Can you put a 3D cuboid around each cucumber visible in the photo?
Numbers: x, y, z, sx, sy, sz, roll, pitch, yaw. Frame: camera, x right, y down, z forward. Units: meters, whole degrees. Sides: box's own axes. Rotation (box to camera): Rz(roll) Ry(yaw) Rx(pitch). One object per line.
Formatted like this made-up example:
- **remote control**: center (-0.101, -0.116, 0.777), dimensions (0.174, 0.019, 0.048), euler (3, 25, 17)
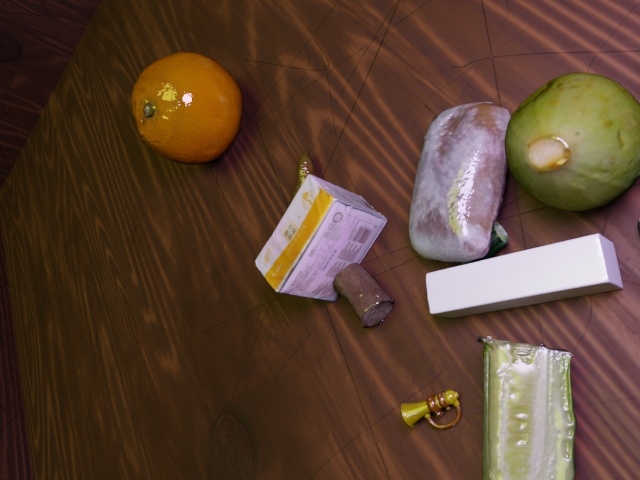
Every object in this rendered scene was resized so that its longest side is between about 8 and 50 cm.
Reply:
- **cucumber**: center (0.310, 0.316, 0.867), dimensions (0.145, 0.105, 0.326), euler (1, 78, 16)
- **cucumber**: center (0.288, 0.016, 1.009), dimensions (0.105, 0.048, 0.048), euler (-48, 50, 28)

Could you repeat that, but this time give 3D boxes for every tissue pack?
- **tissue pack**: center (0.000, 0.000, 1.188), dimensions (0.124, 0.184, 0.225), euler (45, 109, 41)

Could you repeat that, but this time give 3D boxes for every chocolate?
- **chocolate**: center (0.240, -0.113, 1.030), dimensions (0.185, 0.100, 0.304), euler (1, 76, 53)

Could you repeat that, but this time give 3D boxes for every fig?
- **fig**: center (0.378, -0.151, 0.840), dimensions (0.207, 0.230, 0.208), euler (-8, 72, 26)

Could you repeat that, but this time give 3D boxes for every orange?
- **orange**: center (-0.368, -0.364, 1.567), dimensions (0.312, 0.312, 0.313), euler (-14, 69, 40)

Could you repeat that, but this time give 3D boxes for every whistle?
- **whistle**: center (0.202, 0.306, 1.011), dimensions (0.109, 0.046, 0.057), euler (-27, 46, 29)

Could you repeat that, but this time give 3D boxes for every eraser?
- **eraser**: center (0.325, 0.067, 0.936), dimensions (0.298, 0.078, 0.076), euler (-17, 66, 39)

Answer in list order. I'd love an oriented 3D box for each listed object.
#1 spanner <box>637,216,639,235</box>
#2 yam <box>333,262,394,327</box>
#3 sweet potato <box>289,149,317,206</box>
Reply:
- **spanner**: center (0.475, -0.127, 0.759), dimensions (0.087, 0.024, 0.316), euler (-85, -10, -68)
- **yam**: center (0.085, 0.108, 1.152), dimensions (0.084, 0.084, 0.127), euler (-53, 52, 19)
- **sweet potato**: center (-0.041, -0.082, 1.340), dimensions (0.067, 0.067, 0.274), euler (-3, 82, 43)
